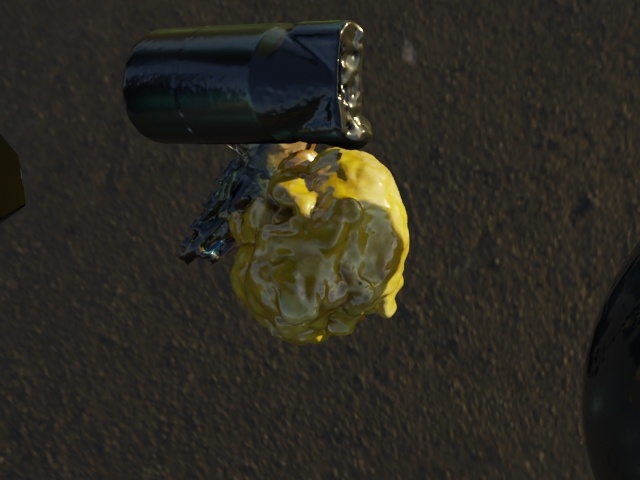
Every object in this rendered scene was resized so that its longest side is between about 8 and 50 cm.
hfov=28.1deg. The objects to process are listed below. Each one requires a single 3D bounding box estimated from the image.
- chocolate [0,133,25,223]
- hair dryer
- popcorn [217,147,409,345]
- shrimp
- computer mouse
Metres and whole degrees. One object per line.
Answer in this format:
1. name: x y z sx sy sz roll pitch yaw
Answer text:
1. chocolate: -0.433 -0.043 1.209 0.177 0.224 0.206 -38 94 28
2. hair dryer: -0.006 -0.135 1.271 0.244 0.302 0.116 6 88 37
3. popcorn: 0.003 -0.001 1.428 0.191 0.190 0.254 10 46 -25
4. shrimp: -0.142 -0.110 1.677 0.222 0.054 0.290 30 101 -12
5. computer mouse: 0.181 0.054 0.626 0.087 0.295 0.168 8 60 5
